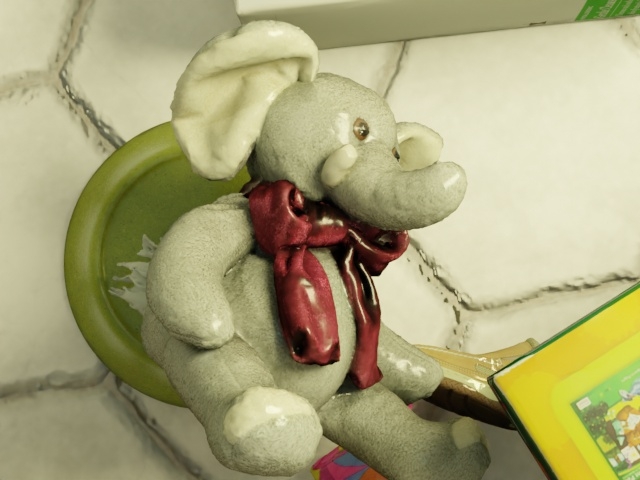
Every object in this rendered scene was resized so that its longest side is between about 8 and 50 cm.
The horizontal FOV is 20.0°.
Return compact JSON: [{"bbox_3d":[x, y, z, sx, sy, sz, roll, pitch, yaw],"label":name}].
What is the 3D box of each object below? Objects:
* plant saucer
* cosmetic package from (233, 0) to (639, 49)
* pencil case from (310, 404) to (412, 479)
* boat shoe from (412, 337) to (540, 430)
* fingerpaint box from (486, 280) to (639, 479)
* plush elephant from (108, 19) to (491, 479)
[{"bbox_3d":[-0.089,0.016,1.455,0.241,0.037,0.241,0,86,2],"label":"plant saucer"},{"bbox_3d":[0.112,-0.247,1.391,0.365,0.197,0.155,-7,86,3],"label":"cosmetic package"},{"bbox_3d":[0.087,0.243,1.402,0.104,0.104,0.236,-28,86,-1],"label":"pencil case"},{"bbox_3d":[0.154,0.111,1.433,0.190,0.068,0.072,20,74,-7],"label":"boat shoe"},{"bbox_3d":[0.396,0.131,1.221,0.445,0.163,0.371,-33,84,0],"label":"fingerpaint box"},{"bbox_3d":[0.000,0.000,1.290,0.330,0.272,0.255,37,103,44],"label":"plush elephant"}]
